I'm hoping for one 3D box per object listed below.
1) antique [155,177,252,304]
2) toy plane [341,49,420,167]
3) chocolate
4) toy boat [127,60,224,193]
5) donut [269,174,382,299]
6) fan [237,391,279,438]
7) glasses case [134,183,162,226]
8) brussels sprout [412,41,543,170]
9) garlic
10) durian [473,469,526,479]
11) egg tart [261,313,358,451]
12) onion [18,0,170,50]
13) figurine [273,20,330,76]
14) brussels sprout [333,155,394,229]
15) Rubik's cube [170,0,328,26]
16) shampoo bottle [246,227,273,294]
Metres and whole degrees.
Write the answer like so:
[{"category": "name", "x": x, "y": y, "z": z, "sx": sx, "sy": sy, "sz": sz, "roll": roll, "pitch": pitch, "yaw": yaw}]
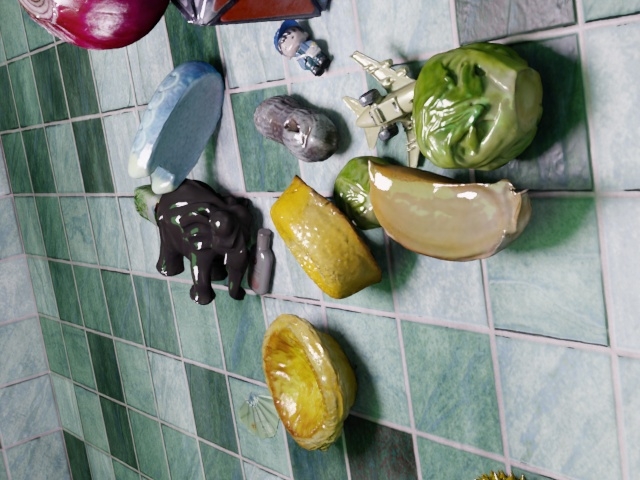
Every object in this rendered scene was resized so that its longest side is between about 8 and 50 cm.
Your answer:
[{"category": "antique", "x": -0.291, "y": -0.015, "z": 2.124, "sx": 0.322, "sy": 0.185, "sz": 0.255, "roll": 37, "pitch": 125, "yaw": 31}, {"category": "toy plane", "x": 0.141, "y": -0.245, "z": 1.561, "sx": 0.256, "sy": 0.104, "sz": 0.242, "roll": -14, "pitch": 106, "yaw": 61}, {"category": "chocolate", "x": -0.049, "y": -0.234, "z": 1.809, "sx": 0.248, "sy": 0.110, "sz": 0.110, "roll": 39, "pitch": 131, "yaw": 43}, {"category": "toy boat", "x": -0.353, "y": -0.278, "z": 2.048, "sx": 0.123, "sy": 0.215, "sz": 0.330, "roll": 24, "pitch": 86, "yaw": 23}, {"category": "donut", "x": 0.001, "y": 0.000, "z": 1.717, "sx": 0.277, "sy": 0.108, "sz": 0.277, "roll": 53, "pitch": 172, "yaw": 11}, {"category": "fan", "x": -0.161, "y": 0.461, "z": 2.297, "sx": 0.240, "sy": 0.009, "sz": 0.131, "roll": -32, "pitch": 79, "yaw": 53}, {"category": "glasses case", "x": -0.425, "y": -0.075, "z": 2.403, "sx": 0.272, "sy": 0.062, "sz": 0.095, "roll": 25, "pitch": 121, "yaw": 47}, {"category": "brussels sprout", "x": 0.243, "y": -0.212, "z": 1.376, "sx": 0.223, "sy": 0.161, "sz": 0.223, "roll": -1, "pitch": 88, "yaw": 35}, {"category": "garlic", "x": 0.228, "y": -0.044, "z": 1.416, "sx": 0.338, "sy": 0.196, "sz": 0.151, "roll": 17, "pitch": 75, "yaw": 45}, {"category": "durian", "x": 0.349, "y": 0.530, "z": 1.527, "sx": 0.306, "sy": 0.172, "sz": 0.166, "roll": 35, "pitch": 153, "yaw": 31}, {"category": "egg tart", "x": -0.014, "y": 0.309, "z": 1.943, "sx": 0.319, "sy": 0.128, "sz": 0.319, "roll": 26, "pitch": 122, "yaw": 49}, {"category": "onion", "x": -0.384, "y": -0.469, "z": 1.509, "sx": 0.260, "sy": 0.282, "sz": 0.336, "roll": 54, "pitch": 135, "yaw": 0}, {"category": "figurine", "x": -0.036, "y": -0.392, "z": 1.774, "sx": 0.136, "sy": 0.079, "sz": 0.077, "roll": 39, "pitch": 112, "yaw": 10}, {"category": "brussels sprout", "x": 0.089, "y": -0.088, "z": 1.664, "sx": 0.155, "sy": 0.117, "sz": 0.155, "roll": 175, "pitch": 90, "yaw": -69}, {"category": "Rubik's cube", "x": -0.151, "y": -0.605, "z": 1.628, "sx": 0.310, "sy": 0.307, "sz": 0.305, "roll": 52, "pitch": 141, "yaw": 31}, {"category": "shampoo bottle", "x": -0.144, "y": 0.048, "z": 2.090, "sx": 0.080, "sy": 0.040, "sz": 0.165, "roll": 44, "pitch": 135, "yaw": 41}]
